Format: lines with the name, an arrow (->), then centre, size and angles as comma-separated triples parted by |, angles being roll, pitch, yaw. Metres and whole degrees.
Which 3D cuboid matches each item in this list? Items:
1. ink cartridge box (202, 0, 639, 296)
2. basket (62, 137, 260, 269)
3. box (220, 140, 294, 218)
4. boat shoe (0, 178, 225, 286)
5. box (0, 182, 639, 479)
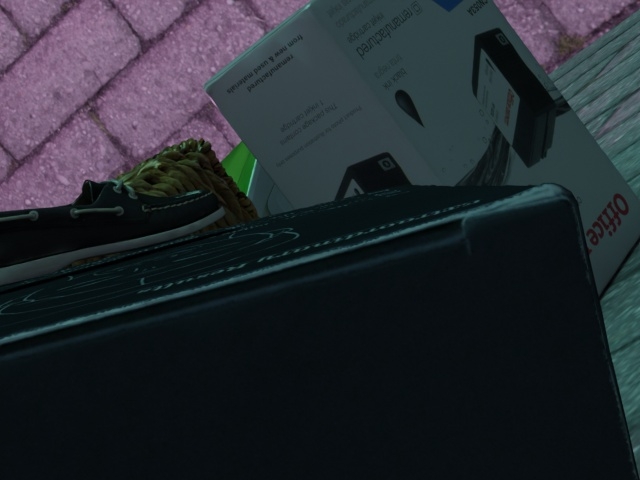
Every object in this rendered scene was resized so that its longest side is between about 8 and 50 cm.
ink cartridge box -> 0.091, -0.064, 1.370 | 0.129, 0.307, 0.223 | -33, 7, 37
basket -> -0.123, 0.112, 1.367 | 0.213, 0.299, 0.223 | -31, 9, 24
box -> 0.000, 0.000, 1.816 | 0.262, 0.231, 0.127 | 142, 142, -67
boat shoe -> -0.105, -0.010, 0.828 | 0.125, 0.038, 0.046 | -16, 4, -20
box -> -0.048, 0.109, 0.753 | 0.293, 0.212, 0.395 | -14, 3, -3
